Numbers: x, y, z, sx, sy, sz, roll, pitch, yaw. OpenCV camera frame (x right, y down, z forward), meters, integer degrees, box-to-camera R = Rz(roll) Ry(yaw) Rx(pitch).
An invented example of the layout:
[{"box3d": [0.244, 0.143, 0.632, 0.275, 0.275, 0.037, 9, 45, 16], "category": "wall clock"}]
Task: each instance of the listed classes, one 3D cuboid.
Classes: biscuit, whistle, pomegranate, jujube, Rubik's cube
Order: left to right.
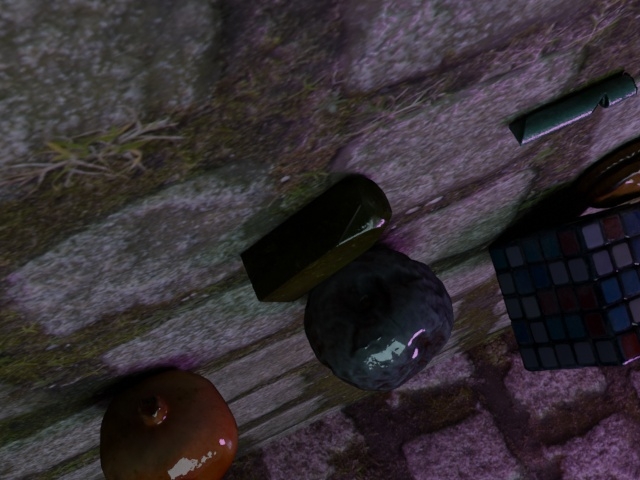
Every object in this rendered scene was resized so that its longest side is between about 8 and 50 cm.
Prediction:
[{"box3d": [-0.280, 0.350, 1.544, 0.252, 0.229, 0.270, -18, 150, 0], "category": "pomegranate"}, {"box3d": [0.101, 0.132, 1.463, 0.246, 0.215, 0.308, -49, 158, -3], "category": "jujube"}, {"box3d": [0.358, -0.185, 1.205, 0.186, 0.039, 0.039, -24, 162, -6], "category": "whistle"}, {"box3d": [0.570, 0.090, 1.751, 0.293, 0.287, 0.292, -15, 178, -30], "category": "Rubik's cube"}, {"box3d": [0.602, -0.129, 1.639, 0.220, 0.066, 0.220, -23, 162, -8], "category": "biscuit"}]

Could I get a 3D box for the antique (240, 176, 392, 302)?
[{"box3d": [0.000, 0.000, 1.169, 0.221, 0.080, 0.081, -35, 158, 28], "category": "antique"}]
